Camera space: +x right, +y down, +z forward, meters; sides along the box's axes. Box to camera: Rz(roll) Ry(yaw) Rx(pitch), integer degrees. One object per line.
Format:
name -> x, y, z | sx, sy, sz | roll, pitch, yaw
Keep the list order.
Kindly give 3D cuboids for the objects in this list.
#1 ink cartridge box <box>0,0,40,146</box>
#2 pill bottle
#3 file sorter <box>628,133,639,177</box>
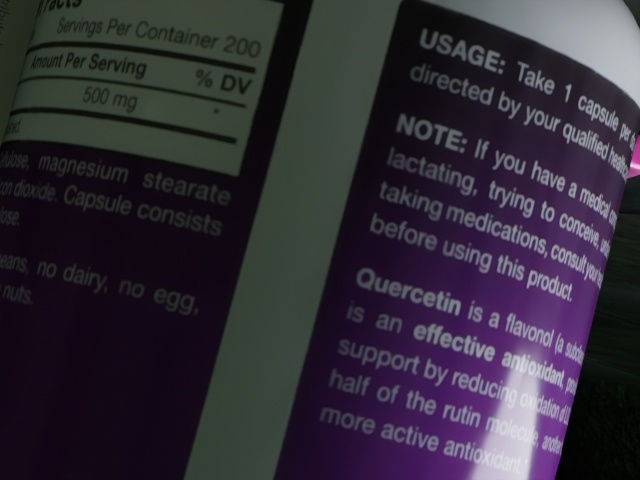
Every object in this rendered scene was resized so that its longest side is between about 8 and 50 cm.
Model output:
ink cartridge box -> -0.085, -0.050, 0.711 | 0.353, 0.207, 0.119 | 20, 169, -41
pill bottle -> -0.011, 0.015, 0.579 | 0.181, 0.323, 0.181 | 15, 174, 2
file sorter -> 0.000, 0.000, 1.107 | 0.291, 0.182, 0.202 | 15, 174, -8
